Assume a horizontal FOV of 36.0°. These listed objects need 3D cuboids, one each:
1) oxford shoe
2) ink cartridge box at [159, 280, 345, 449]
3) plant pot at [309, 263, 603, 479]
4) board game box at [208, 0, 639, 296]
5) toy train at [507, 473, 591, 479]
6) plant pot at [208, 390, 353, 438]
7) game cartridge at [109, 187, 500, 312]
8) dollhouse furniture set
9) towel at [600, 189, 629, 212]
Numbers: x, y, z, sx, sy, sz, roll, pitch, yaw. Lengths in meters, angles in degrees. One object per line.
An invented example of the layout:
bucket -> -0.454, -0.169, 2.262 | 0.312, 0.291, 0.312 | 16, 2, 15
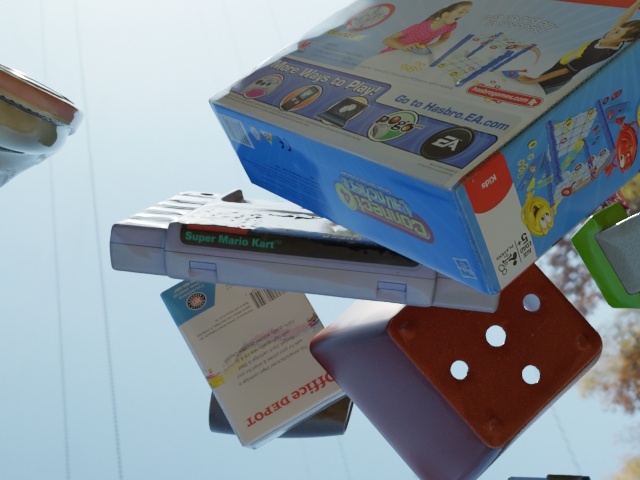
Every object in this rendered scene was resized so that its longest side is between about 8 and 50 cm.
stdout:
oxford shoe -> -0.323, -0.076, 0.897 | 0.140, 0.397, 0.147 | 28, -104, -24
ink cartridge box -> -0.095, 0.168, 1.571 | 0.198, 0.197, 0.270 | -29, -102, -6
plant pot -> 0.178, 0.129, 1.175 | 0.267, 0.236, 0.267 | -40, -95, -13
board game box -> 0.119, -0.125, 0.727 | 0.302, 0.086, 0.308 | -37, -147, -18
toy train -> 0.318, 0.387, 1.437 | 0.105, 0.184, 0.080 | 59, -144, -46
plant pot -> -0.056, 0.266, 1.752 | 0.230, 0.215, 0.215 | 14, -143, 9
game cartridge -> 0.000, 0.000, 0.962 | 0.354, 0.068, 0.230 | 6, -172, 9
dollhouse furniture set -> 0.414, -0.010, 0.882 | 0.301, 0.151, 0.198 | -28, -96, -18
towel -> 0.272, -0.161, 1.216 | 0.275, 0.031, 0.199 | 37, -151, -29
